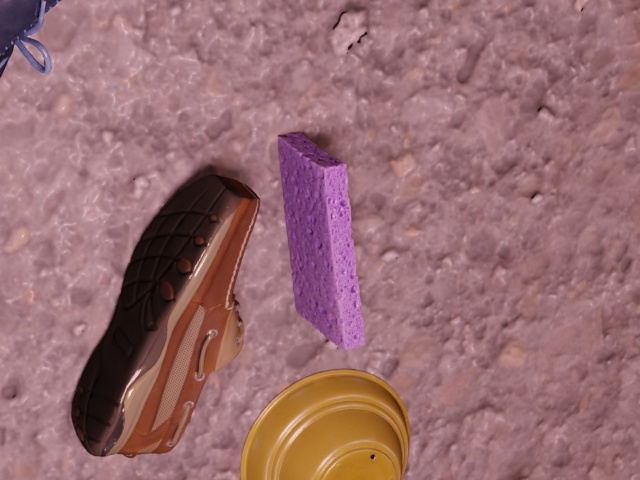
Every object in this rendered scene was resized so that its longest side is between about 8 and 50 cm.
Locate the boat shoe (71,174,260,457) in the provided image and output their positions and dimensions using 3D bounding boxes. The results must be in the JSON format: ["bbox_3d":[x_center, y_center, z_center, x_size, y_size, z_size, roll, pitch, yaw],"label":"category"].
[{"bbox_3d":[-0.144,0.085,1.493,0.120,0.122,0.324,18,109,-35],"label":"boat shoe"}]

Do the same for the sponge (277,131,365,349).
[{"bbox_3d":[0.000,0.000,1.517,0.031,0.117,0.210,-16,115,-22],"label":"sponge"}]

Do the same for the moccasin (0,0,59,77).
[{"bbox_3d":[-0.326,-0.189,1.276,0.342,0.137,0.117,-26,141,18],"label":"moccasin"}]

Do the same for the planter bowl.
[{"bbox_3d":[0.025,0.265,1.647,0.217,0.090,0.217,-9,113,-22],"label":"planter bowl"}]
